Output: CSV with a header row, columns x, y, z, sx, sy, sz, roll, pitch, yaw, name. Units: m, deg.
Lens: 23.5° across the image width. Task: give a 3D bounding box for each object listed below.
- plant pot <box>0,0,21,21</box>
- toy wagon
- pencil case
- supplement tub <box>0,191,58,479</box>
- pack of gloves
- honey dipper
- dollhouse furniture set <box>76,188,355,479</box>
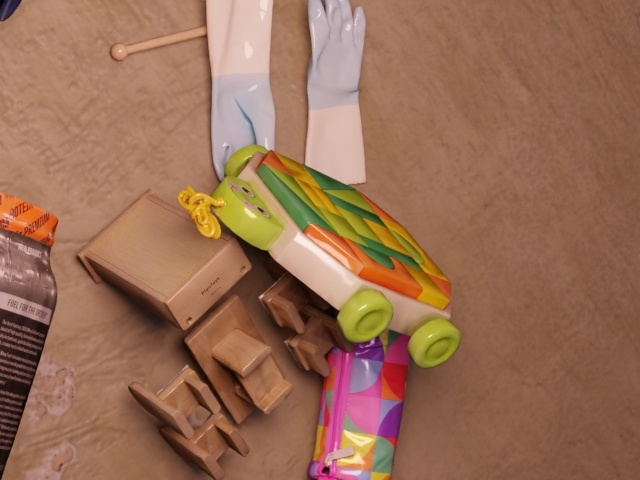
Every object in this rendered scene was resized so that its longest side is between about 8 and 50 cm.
x,y,z,sx,sy,sz,roll,pitch,yaw,name
-0.371,-0.305,1.369,0.212,0.236,0.236,-23,80,-28,plant pot
0.000,0.000,1.571,0.068,0.267,0.344,-50,140,14,toy wagon
0.048,0.167,1.724,0.104,0.104,0.236,12,82,-29,pencil case
-0.369,0.115,1.424,0.207,0.207,0.338,21,81,-28,supplement tub
-0.026,-0.162,1.686,0.195,0.046,0.232,-8,105,-28,pack of gloves
-0.149,-0.216,1.647,0.161,0.030,0.030,-20,101,-25,honey dipper
-0.123,0.086,1.627,0.212,0.161,0.242,-44,132,-19,dollhouse furniture set
